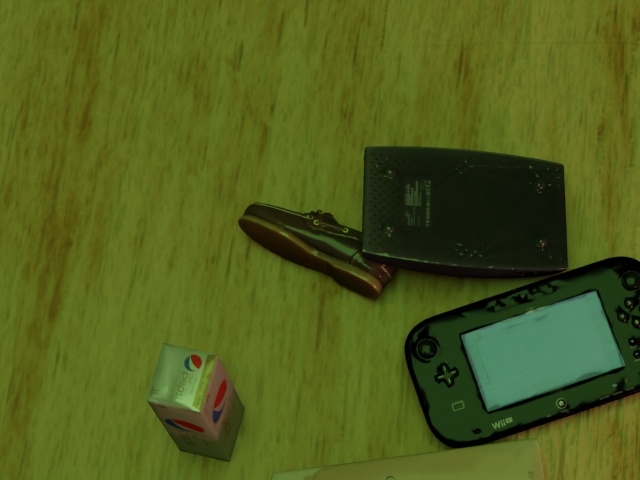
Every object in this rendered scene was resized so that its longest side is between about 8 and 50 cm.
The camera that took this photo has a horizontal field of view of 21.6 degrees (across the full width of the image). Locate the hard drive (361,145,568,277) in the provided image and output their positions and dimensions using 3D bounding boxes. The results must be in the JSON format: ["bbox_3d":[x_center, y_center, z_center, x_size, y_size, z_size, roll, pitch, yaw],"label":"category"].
[{"bbox_3d":[0.176,-0.031,2.087,0.254,0.054,0.172,5,59,-4],"label":"hard drive"}]

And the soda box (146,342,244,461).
[{"bbox_3d":[-0.144,0.192,1.972,0.069,0.216,0.074,11,69,11],"label":"soda box"}]

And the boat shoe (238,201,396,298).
[{"bbox_3d":[0.000,0.000,2.118,0.207,0.073,0.073,26,69,8],"label":"boat shoe"}]

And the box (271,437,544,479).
[{"bbox_3d":[0.107,0.328,1.939,0.311,0.121,0.148,-9,68,3],"label":"box"}]

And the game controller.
[{"bbox_3d":[0.267,0.136,2.030,0.319,0.067,0.167,-19,67,-1],"label":"game controller"}]
